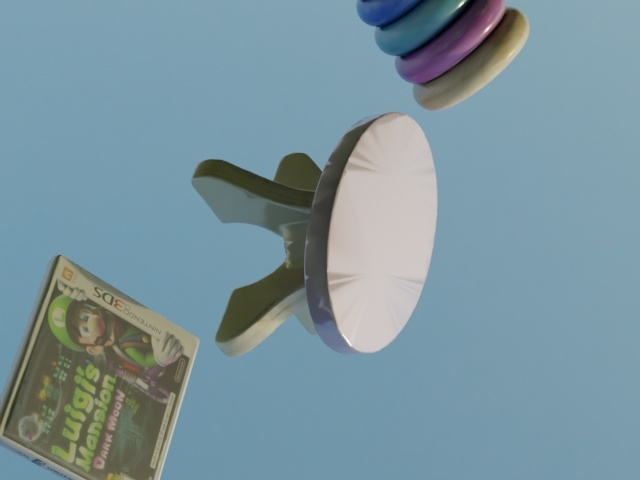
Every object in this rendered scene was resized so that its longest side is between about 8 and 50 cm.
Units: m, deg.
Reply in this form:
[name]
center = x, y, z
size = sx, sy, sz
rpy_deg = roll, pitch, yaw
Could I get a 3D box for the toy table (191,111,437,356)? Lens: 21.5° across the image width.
[toy table]
center = 0.000, 0.000, 1.698
size = 0.161, 0.252, 0.274
rpy_deg = -8, -146, 33

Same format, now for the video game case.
[video game case]
center = -0.203, 0.133, 1.551
size = 0.022, 0.173, 0.190
rpy_deg = -23, -137, 45

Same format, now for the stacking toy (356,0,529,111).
[stacking toy]
center = 0.058, -0.291, 1.673
size = 0.141, 0.330, 0.141
rpy_deg = -38, -164, 13
